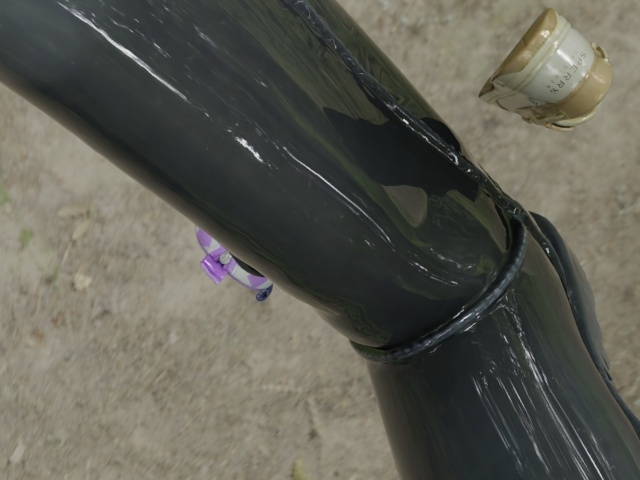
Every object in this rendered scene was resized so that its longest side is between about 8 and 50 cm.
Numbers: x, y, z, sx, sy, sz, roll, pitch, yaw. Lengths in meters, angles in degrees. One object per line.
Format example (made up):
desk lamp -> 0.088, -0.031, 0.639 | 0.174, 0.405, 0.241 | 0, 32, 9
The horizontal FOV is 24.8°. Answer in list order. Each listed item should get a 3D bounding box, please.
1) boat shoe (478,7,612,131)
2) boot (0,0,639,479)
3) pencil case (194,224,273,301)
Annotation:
boat shoe -> 0.128, -0.086, 0.806 | 0.059, 0.170, 0.063 | 39, 98, 2
boot -> -0.001, -0.001, 0.675 | 0.445, 0.146, 0.367 | 47, 17, -36
pencil case -> -0.016, -0.051, 1.109 | 0.086, 0.206, 0.088 | 45, 25, 9
